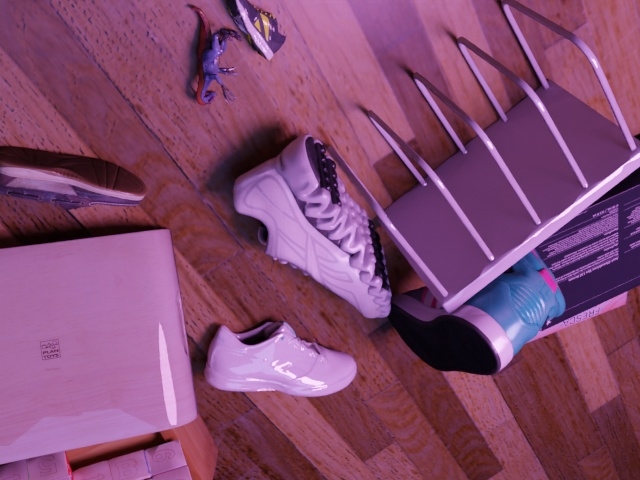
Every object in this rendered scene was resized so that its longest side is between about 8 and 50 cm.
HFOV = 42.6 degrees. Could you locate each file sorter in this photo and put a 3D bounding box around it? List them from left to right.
[{"bbox_3d":[0.172,-0.102,0.918,0.278,0.193,0.173,-39,128,6],"label":"file sorter"}]

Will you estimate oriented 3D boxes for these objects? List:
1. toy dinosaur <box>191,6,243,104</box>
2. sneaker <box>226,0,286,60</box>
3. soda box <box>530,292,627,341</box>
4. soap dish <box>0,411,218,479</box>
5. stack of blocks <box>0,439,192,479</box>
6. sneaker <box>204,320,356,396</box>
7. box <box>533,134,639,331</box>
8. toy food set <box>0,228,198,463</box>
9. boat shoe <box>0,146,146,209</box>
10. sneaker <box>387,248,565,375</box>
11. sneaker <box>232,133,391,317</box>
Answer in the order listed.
[{"bbox_3d":[-0.113,-0.181,0.844,0.090,0.047,0.082,41,113,-6],"label":"toy dinosaur"},{"bbox_3d":[-0.065,-0.223,0.832,0.035,0.031,0.083,-43,135,-9],"label":"sneaker"},{"bbox_3d":[0.367,0.088,1.228,0.183,0.058,0.063,-20,129,-11],"label":"soda box"},{"bbox_3d":[-0.289,0.279,1.030,0.291,0.118,0.229,-24,130,-8],"label":"soap dish"},{"bbox_3d":[-0.290,0.326,0.927,0.297,0.087,0.171,-13,127,-17],"label":"stack of blocks"},{"bbox_3d":[-0.042,0.148,1.081,0.212,0.080,0.094,4,110,-25],"label":"sneaker"},{"bbox_3d":[0.385,-0.015,1.134,0.261,0.103,0.184,-23,126,-8],"label":"box"},{"bbox_3d":[-0.295,0.113,0.893,0.306,0.092,0.219,-8,91,-21],"label":"toy food set"},{"bbox_3d":[-0.259,-0.058,0.848,0.152,0.056,0.049,13,122,-21],"label":"boat shoe"},{"bbox_3d":[0.200,0.068,1.030,0.178,0.295,0.124,-36,100,-15],"label":"sneaker"},{"bbox_3d":[0.000,0.000,0.983,0.118,0.110,0.292,-22,132,15],"label":"sneaker"}]
